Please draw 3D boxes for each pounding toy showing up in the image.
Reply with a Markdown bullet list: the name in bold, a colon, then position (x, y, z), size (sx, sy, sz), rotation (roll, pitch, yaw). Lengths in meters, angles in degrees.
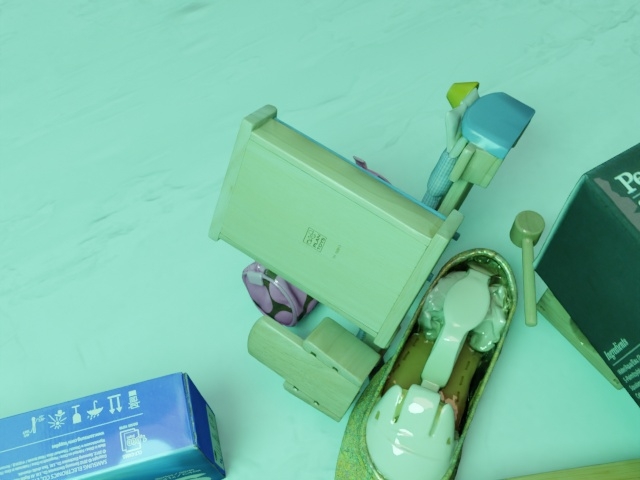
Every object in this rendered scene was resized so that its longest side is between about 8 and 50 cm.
- **pounding toy**: position (0.288, 0.058, 0.752), size (0.181, 0.094, 0.206), rotation (-36, 67, -15)

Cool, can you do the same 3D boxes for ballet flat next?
- **ballet flat**: position (0.112, 0.145, 0.683), size (0.123, 0.123, 0.348), rotation (24, 59, 15)

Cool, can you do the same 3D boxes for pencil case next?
- **pencil case**: position (0.000, 0.000, 0.796), size (0.095, 0.098, 0.209), rotation (25, 62, 35)

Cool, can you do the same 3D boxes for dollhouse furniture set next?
- **dollhouse furniture set**: position (0.049, -0.034, 0.728), size (0.198, 0.286, 0.303), rotation (33, 38, 11)

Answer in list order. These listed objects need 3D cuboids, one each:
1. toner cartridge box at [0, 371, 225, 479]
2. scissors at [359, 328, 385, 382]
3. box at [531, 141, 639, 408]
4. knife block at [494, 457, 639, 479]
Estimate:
- **toner cartridge box**: position (-0.276, 0.225, 0.642), size (0.348, 0.165, 0.075), rotation (-14, 61, -5)
- **scissors**: position (0.078, 0.172, 0.744), size (0.109, 0.021, 0.296), rotation (2, 59, 4)
- **box**: position (0.432, 0.071, 0.563), size (0.294, 0.212, 0.395), rotation (-29, 66, -7)
- **knife block**: position (0.173, 0.266, 0.606), size (0.242, 0.088, 0.276), rotation (13, 25, 30)
